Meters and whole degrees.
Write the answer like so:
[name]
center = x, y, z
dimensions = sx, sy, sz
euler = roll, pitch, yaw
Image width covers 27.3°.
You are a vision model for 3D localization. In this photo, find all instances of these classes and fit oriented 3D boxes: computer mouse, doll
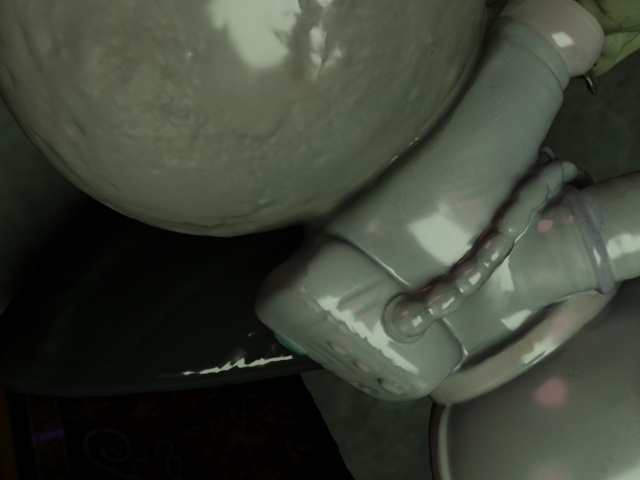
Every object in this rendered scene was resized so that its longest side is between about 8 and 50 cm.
[computer mouse]
center = 0.000, 0.000, 0.502
dimensions = 0.264, 0.147, 0.088
euler = -5, 98, -14
[doll]
center = 0.028, -0.007, 0.372
dimensions = 0.151, 0.151, 0.287
euler = -39, 94, 4

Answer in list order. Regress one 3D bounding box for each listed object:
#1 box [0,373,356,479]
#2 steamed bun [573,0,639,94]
[box]
center = -0.172, 0.171, 0.457
dimensions = 0.415, 0.264, 0.116
euler = -9, 118, -14
[steamed bun]
center = 0.087, -0.213, 0.352
dimensions = 0.206, 0.275, 0.320
euler = -39, 159, -9
